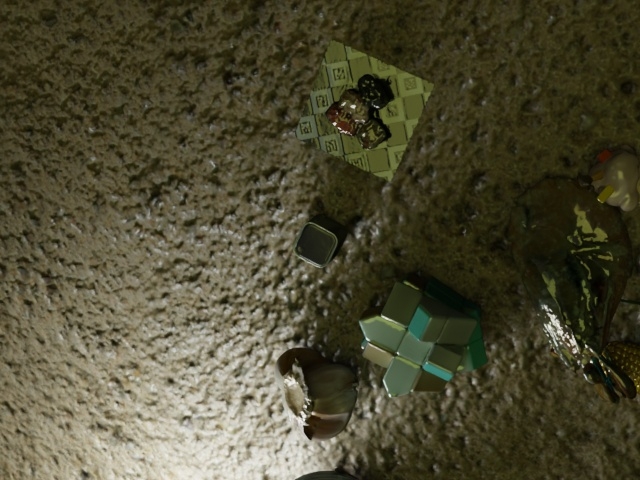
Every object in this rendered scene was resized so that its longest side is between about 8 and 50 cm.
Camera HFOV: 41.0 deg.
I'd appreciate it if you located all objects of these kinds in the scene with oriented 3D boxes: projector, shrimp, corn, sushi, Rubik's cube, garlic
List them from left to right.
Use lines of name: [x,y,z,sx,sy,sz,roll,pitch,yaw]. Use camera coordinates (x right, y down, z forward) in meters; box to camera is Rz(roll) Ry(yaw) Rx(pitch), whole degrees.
projector: [0.000,0.000,1.799,0.083,0.082,0.083,28,109,8]
garlic: [0.009,0.291,1.814,0.207,0.207,0.257,40,103,3]
sushi: [0.078,-0.258,1.731,0.231,0.047,0.220,26,109,8]
Rubik's cube: [0.205,0.203,1.723,0.265,0.213,0.224,32,109,3]
shrimp: [0.505,0.091,1.647,0.221,0.110,0.446,-16,84,7]
corn: [0.693,0.277,1.664,0.305,0.106,0.106,20,108,11]

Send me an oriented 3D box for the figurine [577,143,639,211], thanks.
figurine: [0.591,-0.116,1.595,0.228,0.112,0.137,2,74,8]

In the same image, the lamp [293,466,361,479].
lamp: [0.031,0.626,1.869,0.233,0.233,0.265,-38,98,21]

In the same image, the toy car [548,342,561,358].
toy car: [0.500,0.178,1.730,0.059,0.035,0.122,14,107,14]

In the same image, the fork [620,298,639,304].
fork: [0.543,0.117,1.704,0.235,0.039,0.021,11,129,10]
